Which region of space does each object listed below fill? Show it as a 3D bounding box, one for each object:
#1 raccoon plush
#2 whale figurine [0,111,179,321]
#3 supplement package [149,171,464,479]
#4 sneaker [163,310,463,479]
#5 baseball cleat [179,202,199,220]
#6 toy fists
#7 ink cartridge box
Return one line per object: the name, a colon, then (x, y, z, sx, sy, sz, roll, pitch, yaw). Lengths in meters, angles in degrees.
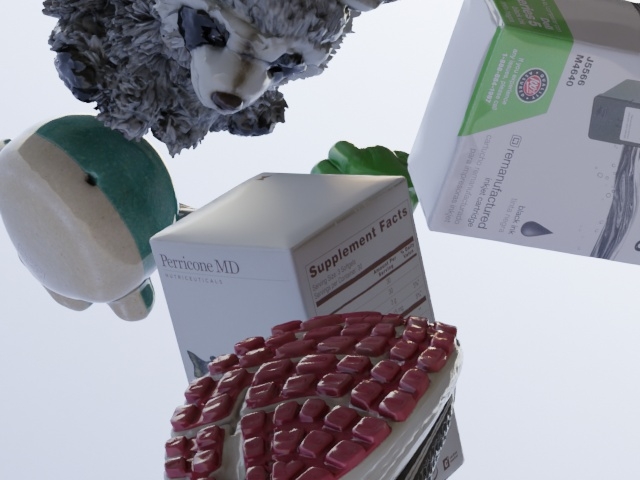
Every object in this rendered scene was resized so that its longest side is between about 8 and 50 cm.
raccoon plush: (-0.094, -0.287, 1.416, 0.216, 0.299, 0.446, 3, -116, -32)
whale figurine: (-0.217, -0.022, 1.575, 0.141, 0.272, 0.216, -40, -96, -22)
supplement package: (-0.004, 0.062, 0.921, 0.105, 0.105, 0.179, -33, -63, -43)
sneaker: (-0.018, 0.140, 0.722, 0.299, 0.121, 0.112, -57, -43, -43)
baseball cleat: (-0.150, 0.006, 1.701, 0.206, 0.109, 0.072, 21, 159, 27)
toy fists: (0.000, 0.000, 1.909, 0.142, 0.279, 0.096, -11, -128, -48)
ink cartridge box: (0.236, -0.095, 1.418, 0.273, 0.198, 0.115, 9, -149, -15)
